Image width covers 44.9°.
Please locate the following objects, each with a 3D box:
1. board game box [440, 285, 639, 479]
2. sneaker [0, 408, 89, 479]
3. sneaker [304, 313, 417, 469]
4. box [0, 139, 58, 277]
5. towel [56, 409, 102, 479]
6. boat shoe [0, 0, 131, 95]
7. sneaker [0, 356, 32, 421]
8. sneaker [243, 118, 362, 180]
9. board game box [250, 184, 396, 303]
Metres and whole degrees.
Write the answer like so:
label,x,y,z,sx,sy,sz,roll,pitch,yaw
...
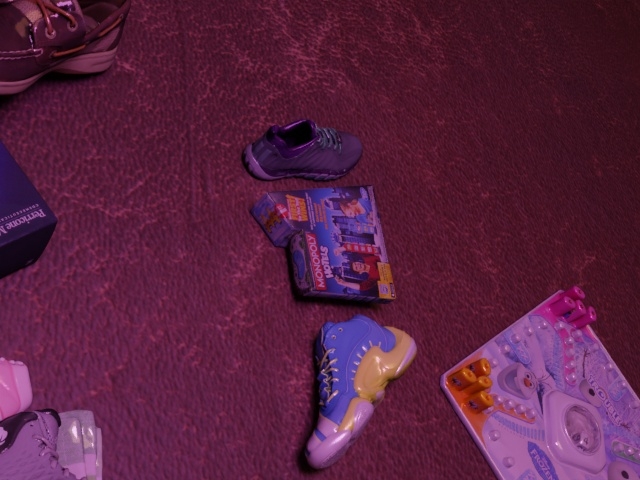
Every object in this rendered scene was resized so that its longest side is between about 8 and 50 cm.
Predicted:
label,x,y,z,sx,sy,sz,roll,pitch,yaw
board game box,0.416,0.300,1.233,0.390,0.050,0.390,-24,78,-41
sneaker,-0.219,0.204,0.671,0.228,0.086,0.132,8,41,-9
sneaker,0.023,0.187,1.021,0.126,0.091,0.240,35,46,13
box,-0.413,-0.048,0.832,0.207,0.108,0.153,52,46,4
towel,-0.297,0.295,0.637,0.247,0.038,0.325,-2,47,-20
boat shoe,-0.344,-0.266,0.937,0.123,0.123,0.342,45,27,5
sneaker,-0.353,0.134,0.804,0.134,0.051,0.070,47,30,10
sneaker,-0.004,-0.144,1.182,0.223,0.098,0.083,-14,71,-39
board game box,0.000,0.000,1.123,0.194,0.060,0.194,8,59,-30
